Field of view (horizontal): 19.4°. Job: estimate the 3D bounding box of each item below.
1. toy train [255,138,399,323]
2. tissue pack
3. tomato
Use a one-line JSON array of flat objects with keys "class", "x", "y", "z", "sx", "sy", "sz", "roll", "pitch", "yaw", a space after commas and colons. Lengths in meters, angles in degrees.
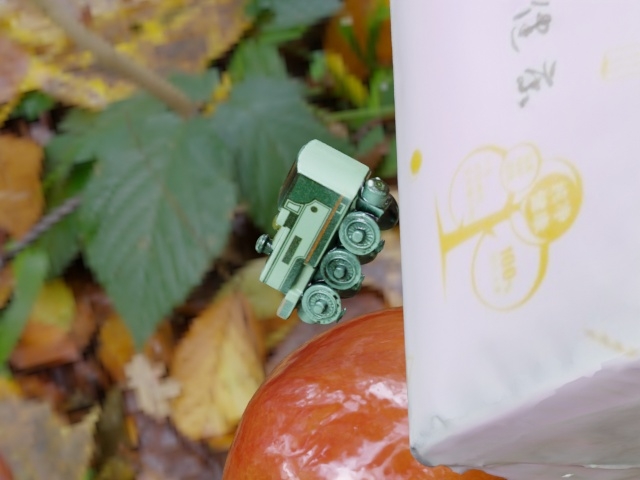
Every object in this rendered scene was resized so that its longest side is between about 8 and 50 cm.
[{"class": "toy train", "x": 0.000, "y": 0.000, "z": 0.828, "sx": 0.053, "sy": 0.083, "sz": 0.033, "roll": 29, "pitch": 37, "yaw": 0}, {"class": "tissue pack", "x": 0.110, "y": -0.068, "z": 0.437, "sx": 0.185, "sy": 0.124, "sz": 0.225, "roll": -24, "pitch": 57, "yaw": 37}, {"class": "tomato", "x": 0.033, "y": 0.157, "z": 1.104, "sx": 0.180, "sy": 0.260, "sz": 0.260, "roll": 14, "pitch": 36, "yaw": 8}]
